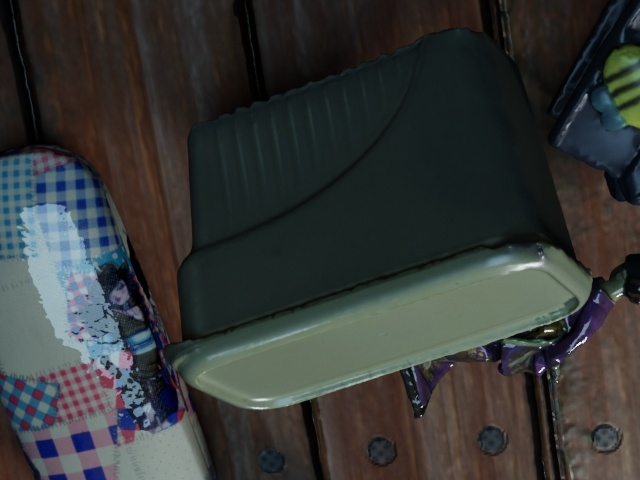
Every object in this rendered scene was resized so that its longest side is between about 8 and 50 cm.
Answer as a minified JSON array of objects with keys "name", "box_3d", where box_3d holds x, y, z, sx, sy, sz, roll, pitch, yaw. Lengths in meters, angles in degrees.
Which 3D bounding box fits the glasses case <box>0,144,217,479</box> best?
[{"name":"glasses case","box_3d":[-0.174,0.088,1.332,0.125,0.076,0.327,-17,106,9]}]

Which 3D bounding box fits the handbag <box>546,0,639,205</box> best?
[{"name":"handbag","box_3d":[0.343,-0.118,1.188,0.303,0.122,0.329,28,111,-4]}]

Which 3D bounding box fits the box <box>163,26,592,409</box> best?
[{"name":"box","box_3d":[0.027,-0.011,1.210,0.274,0.138,0.178,-18,66,19]}]

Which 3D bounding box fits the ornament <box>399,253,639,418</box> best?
[{"name":"ornament","box_3d":[0.152,0.051,1.287,0.203,0.081,0.088,-18,108,9]}]
